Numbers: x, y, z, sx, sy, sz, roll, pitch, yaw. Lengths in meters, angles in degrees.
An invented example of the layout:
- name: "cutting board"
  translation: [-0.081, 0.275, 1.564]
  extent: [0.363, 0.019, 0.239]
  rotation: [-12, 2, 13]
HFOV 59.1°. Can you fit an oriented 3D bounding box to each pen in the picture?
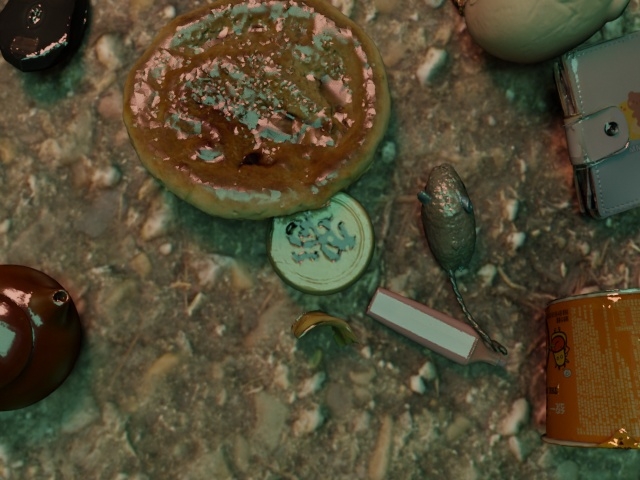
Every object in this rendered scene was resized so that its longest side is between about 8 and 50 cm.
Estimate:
- name: "pen"
  translation: [0.157, 0.121, 0.749]
  extent: [0.197, 0.032, 0.053]
  rotation: [27, 83, 2]

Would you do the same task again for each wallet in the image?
- name: "wallet"
  translation: [0.399, -0.153, 0.753]
  extent: [0.170, 0.069, 0.231]
  rotation: [-20, 100, -6]

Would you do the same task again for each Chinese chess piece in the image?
- name: "Chinese chess piece"
  translation: [0.000, 0.000, 0.738]
  extent: [0.144, 0.058, 0.144]
  rotation: [0, 85, -2]

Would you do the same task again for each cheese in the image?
- name: "cheese"
  translation: [0.008, 0.113, 0.731]
  extent: [0.084, 0.060, 0.042]
  rotation: [15, 83, -8]

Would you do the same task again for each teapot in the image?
- name: "teapot"
  translation: [-0.405, 0.125, 0.670]
  extent: [0.252, 0.135, 0.178]
  rotation: [-29, 83, -6]

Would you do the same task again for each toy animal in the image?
- name: "toy animal"
  translation: [0.179, 0.024, 0.734]
  extent: [0.070, 0.079, 0.253]
  rotation: [-14, 84, 18]

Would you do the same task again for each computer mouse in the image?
- name: "computer mouse"
  translation: [-0.364, -0.292, 0.750]
  extent: [0.099, 0.057, 0.172]
  rotation: [10, 73, 0]

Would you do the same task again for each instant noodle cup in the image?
- name: "instant noodle cup"
  translation: [0.367, 0.153, 0.676]
  extent: [0.215, 0.216, 0.172]
  rotation: [-1, 76, -3]

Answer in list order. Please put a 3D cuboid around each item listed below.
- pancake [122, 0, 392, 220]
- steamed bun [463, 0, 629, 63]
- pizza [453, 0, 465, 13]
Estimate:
- name: "pancake"
  translation: [-0.076, -0.184, 0.736]
  extent: [0.356, 0.065, 0.356]
  rotation: [1, 74, -4]
- name: "steamed bun"
  translation: [0.304, -0.309, 0.724]
  extent: [0.228, 0.177, 0.131]
  rotation: [-30, 97, -12]
- name: "pizza"
  translation: [0.200, -0.379, 0.801]
  extent: [0.099, 0.029, 0.100]
  rotation: [43, 82, 10]
